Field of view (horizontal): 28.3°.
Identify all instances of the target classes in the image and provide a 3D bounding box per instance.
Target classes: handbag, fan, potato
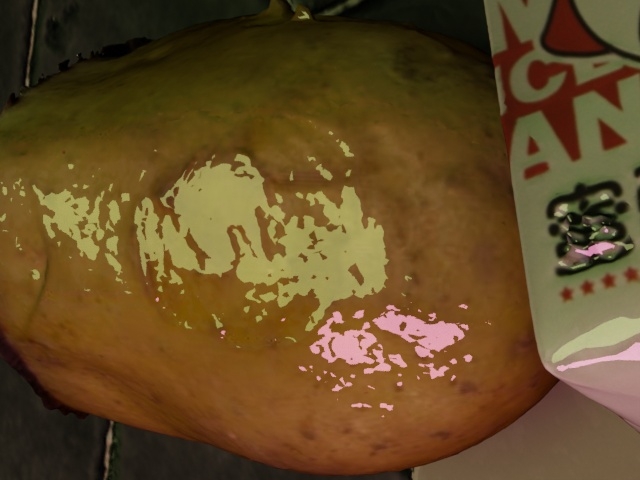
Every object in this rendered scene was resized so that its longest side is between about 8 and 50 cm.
[{"bbox_3d":[0.155,-0.084,0.441,0.171,0.151,0.298,-18,59,26],"label":"handbag"},{"bbox_3d":[0.153,0.180,0.560,0.310,0.010,0.182,48,125,32],"label":"fan"},{"bbox_3d":[0.000,0.000,0.577,0.266,0.229,0.229,6,99,27],"label":"potato"}]
